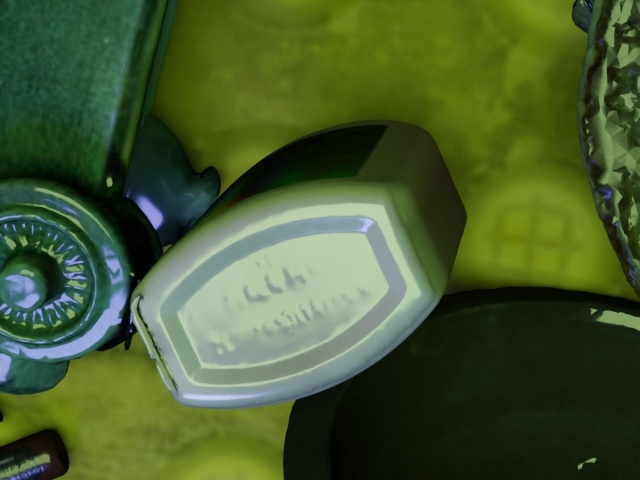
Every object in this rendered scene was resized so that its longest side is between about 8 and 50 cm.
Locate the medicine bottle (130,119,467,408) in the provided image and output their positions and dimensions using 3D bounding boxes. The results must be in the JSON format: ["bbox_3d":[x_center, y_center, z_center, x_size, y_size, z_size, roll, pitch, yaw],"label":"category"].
[{"bbox_3d":[0.000,0.000,0.807,0.115,0.219,0.078,-24,97,12],"label":"medicine bottle"}]

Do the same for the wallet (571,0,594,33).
[{"bbox_3d":[0.219,-0.103,0.837,0.202,0.059,0.141,32,99,0],"label":"wallet"}]

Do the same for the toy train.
[{"bbox_3d":[-0.145,-0.114,0.820,0.237,0.150,0.369,19,116,5],"label":"toy train"}]

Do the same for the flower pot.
[{"bbox_3d":[0.110,0.159,0.833,0.269,0.269,0.166,10,124,6],"label":"flower pot"}]

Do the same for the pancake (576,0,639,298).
[{"bbox_3d":[0.223,-0.064,0.794,0.253,0.037,0.254,1,98,5],"label":"pancake"}]

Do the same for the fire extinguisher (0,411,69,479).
[{"bbox_3d":[-0.176,0.109,0.953,0.100,0.032,0.046,-21,108,6],"label":"fire extinguisher"}]
